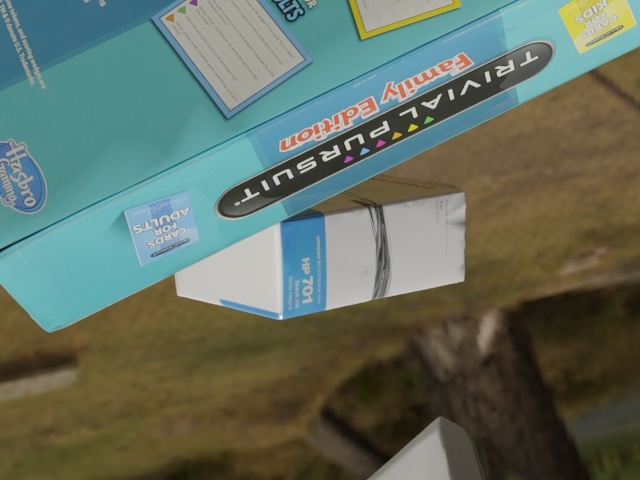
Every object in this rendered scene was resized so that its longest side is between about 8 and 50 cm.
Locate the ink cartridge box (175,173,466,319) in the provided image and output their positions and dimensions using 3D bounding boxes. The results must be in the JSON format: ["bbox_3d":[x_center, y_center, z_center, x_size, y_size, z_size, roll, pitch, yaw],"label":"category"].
[{"bbox_3d":[0.000,0.000,1.336,0.190,0.082,0.139,-8,-168,-38],"label":"ink cartridge box"}]

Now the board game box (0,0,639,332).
[{"bbox_3d":[-0.020,-0.147,0.740,0.336,0.254,0.079,-25,153,0],"label":"board game box"}]

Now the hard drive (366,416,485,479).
[{"bbox_3d":[0.008,0.331,1.353,0.047,0.233,0.353,30,118,-29],"label":"hard drive"}]
